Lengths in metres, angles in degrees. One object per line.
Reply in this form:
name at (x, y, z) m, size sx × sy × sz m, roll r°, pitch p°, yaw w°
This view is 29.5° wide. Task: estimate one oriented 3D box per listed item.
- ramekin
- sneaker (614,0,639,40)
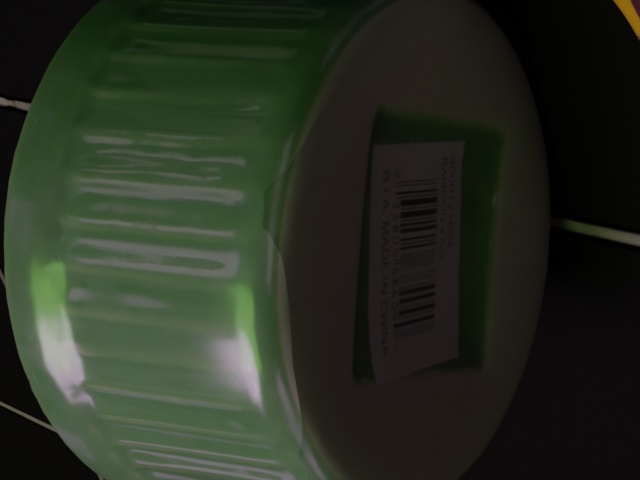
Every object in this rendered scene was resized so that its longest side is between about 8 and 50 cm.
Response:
ramekin at (0.000, 0.000, 0.641) m, size 0.148 × 0.303 × 0.303 m, roll 6°, pitch 129°, yaw 36°
sneaker at (0.189, -0.106, 0.531) m, size 0.185 × 0.069 × 0.084 m, roll 43°, pitch 155°, yaw 18°
